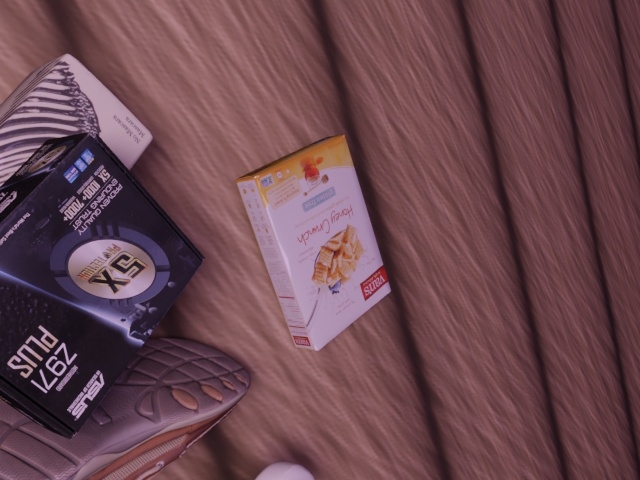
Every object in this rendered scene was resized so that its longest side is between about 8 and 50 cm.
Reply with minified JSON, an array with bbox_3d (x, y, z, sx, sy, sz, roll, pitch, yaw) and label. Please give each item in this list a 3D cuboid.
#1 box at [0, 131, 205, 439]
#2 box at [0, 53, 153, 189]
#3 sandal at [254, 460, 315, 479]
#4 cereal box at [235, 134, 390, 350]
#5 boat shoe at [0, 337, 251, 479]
[{"bbox_3d":[-0.201,0.031,0.488,0.147,0.077,0.180,56,53,-33],"label":"box"},{"bbox_3d":[-0.272,-0.022,0.539,0.113,0.094,0.275,46,58,-35],"label":"box"},{"bbox_3d":[-0.077,0.434,0.710,0.169,0.102,0.417,-4,104,-59],"label":"sandal"},{"bbox_3d":[0.000,0.000,0.838,0.173,0.047,0.240,-33,111,-40],"label":"cereal box"},{"bbox_3d":[-0.199,0.185,0.605,0.324,0.123,0.117,-10,129,-53],"label":"boat shoe"}]
